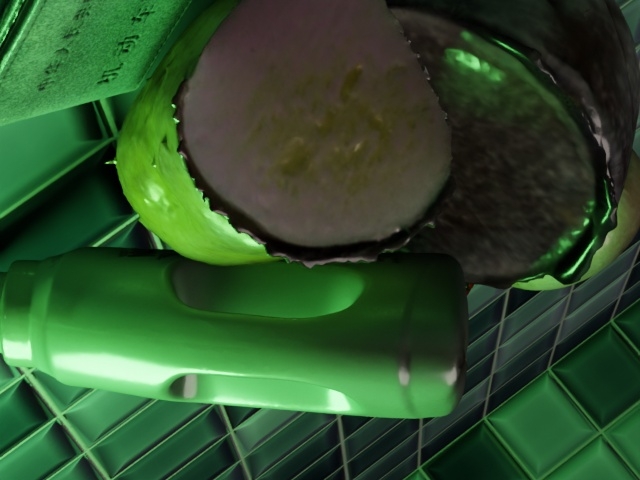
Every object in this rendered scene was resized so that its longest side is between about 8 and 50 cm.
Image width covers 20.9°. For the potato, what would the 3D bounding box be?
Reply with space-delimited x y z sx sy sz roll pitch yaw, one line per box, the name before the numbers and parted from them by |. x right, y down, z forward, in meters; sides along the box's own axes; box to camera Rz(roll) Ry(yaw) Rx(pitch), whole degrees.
potato | -0.049 -0.081 1.271 0.229 0.229 0.266 -31 -166 -24

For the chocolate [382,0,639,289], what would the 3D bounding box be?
chocolate | 0.134 -0.133 1.431 0.213 0.303 0.303 -58 176 -36

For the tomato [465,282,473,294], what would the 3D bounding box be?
tomato | 0.158 0.040 2.213 0.087 0.075 0.087 -40 152 -26

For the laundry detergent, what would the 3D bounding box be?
laundry detergent | -0.089 0.065 1.352 0.398 0.125 0.264 3 -174 1

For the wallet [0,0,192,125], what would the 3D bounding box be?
wallet | -0.142 -0.159 1.145 0.167 0.036 0.222 -22 157 -45

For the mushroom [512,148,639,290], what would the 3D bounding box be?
mushroom | 0.275 -0.046 2.049 0.226 0.226 0.178 -39 124 -2
